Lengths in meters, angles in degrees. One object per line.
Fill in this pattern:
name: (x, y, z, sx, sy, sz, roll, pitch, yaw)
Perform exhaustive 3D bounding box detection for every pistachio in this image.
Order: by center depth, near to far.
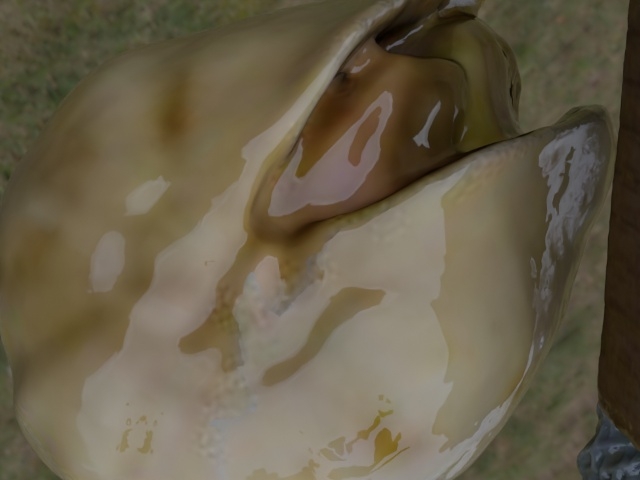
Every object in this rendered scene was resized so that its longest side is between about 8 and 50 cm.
pistachio: (0.000, 0.000, 0.716, 0.321, 0.229, 0.238, -38, 177, -39)

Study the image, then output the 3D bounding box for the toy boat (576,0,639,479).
toy boat: (0.173, -0.042, 0.639, 0.162, 0.136, 0.446, -9, 108, -47)
